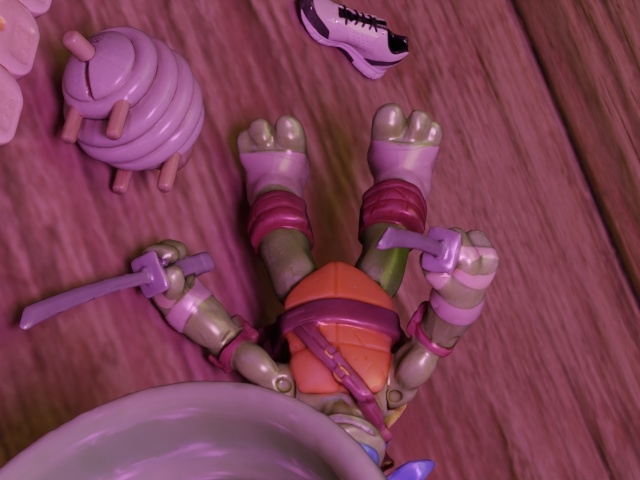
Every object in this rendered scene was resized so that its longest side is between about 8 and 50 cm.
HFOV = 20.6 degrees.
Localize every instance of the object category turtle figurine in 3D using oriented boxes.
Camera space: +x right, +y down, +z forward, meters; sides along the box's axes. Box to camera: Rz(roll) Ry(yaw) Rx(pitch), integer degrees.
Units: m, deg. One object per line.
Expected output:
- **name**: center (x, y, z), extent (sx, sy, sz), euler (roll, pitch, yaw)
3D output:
- **turtle figurine**: center (0.000, 0.000, 1.065), extent (0.274, 0.198, 0.266), euler (42, 31, -29)

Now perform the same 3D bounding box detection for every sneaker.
- **sneaker**: center (0.026, -0.167, 1.371), extent (0.109, 0.043, 0.040), euler (29, 48, -41)

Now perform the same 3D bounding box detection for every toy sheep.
- **toy sheep**: center (-0.116, -0.084, 1.065), extent (0.132, 0.091, 0.091), euler (53, 28, -52)

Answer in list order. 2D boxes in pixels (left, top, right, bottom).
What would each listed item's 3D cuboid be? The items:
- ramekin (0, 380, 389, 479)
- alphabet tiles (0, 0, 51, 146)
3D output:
- **ramekin**: center (-0.055, 0.225, 0.739), extent (0.148, 0.303, 0.303), euler (45, 35, -40)
- **alphabet tiles**: center (-0.259, -0.188, 0.992), extent (0.278, 0.021, 0.284), euler (40, 39, -32)
